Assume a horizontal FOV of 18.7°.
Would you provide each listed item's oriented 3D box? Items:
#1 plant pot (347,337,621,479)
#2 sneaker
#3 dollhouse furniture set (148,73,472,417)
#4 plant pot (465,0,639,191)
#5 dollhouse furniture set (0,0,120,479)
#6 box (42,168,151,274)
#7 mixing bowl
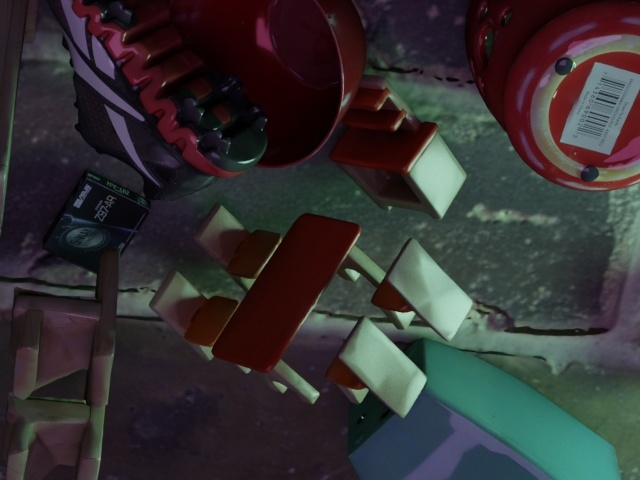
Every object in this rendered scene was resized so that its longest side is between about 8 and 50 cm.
[{"bbox_3d":[0.145,0.215,1.827,0.234,0.165,0.166,41,109,-16],"label":"plant pot"},{"bbox_3d":[-0.165,-0.147,1.584,0.135,0.097,0.276,-38,86,39],"label":"sneaker"},{"bbox_3d":[0.000,0.000,1.645,0.135,0.262,0.259,46,68,-36],"label":"dollhouse furniture set"},{"bbox_3d":[0.227,-0.145,1.618,0.191,0.174,0.191,-4,121,-6],"label":"plant pot"},{"bbox_3d":[-0.346,-0.006,1.634,0.362,0.256,0.394,6,134,-8],"label":"dollhouse furniture set"},{"bbox_3d":[-0.200,-0.014,1.738,0.067,0.018,0.083,27,114,-20],"label":"box"},{"bbox_3d":[-0.030,-0.159,1.606,0.181,0.098,0.181,15,118,31],"label":"mixing bowl"}]
